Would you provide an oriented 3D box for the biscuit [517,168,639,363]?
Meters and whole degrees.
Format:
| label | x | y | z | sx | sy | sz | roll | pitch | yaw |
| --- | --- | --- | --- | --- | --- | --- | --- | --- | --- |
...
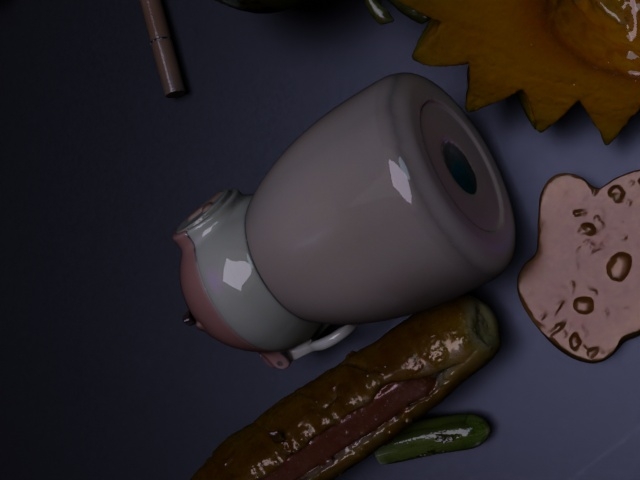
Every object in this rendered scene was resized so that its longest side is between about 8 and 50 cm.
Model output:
| label | x | y | z | sx | sy | sz | roll | pitch | yaw |
| --- | --- | --- | --- | --- | --- | --- | --- | --- | --- |
| biscuit | 0.190 | 0.005 | 0.642 | 0.140 | 0.023 | 0.118 | -39 | 74 | 19 |

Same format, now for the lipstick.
| label | x | y | z | sx | sy | sz | roll | pitch | yaw |
| --- | --- | --- | --- | --- | --- | --- | --- | --- | --- |
| lipstick | -0.130 | -0.163 | 0.795 | 0.019 | 0.019 | 0.094 | -19 | 80 | 23 |

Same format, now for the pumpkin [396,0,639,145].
| label | x | y | z | sx | sy | sz | roll | pitch | yaw |
| --- | --- | --- | --- | --- | --- | --- | --- | --- | --- |
| pumpkin | 0.177 | -0.158 | 0.623 | 0.253 | 0.130 | 0.149 | 18 | 56 | 6 |

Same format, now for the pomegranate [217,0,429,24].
| label | x | y | z | sx | sy | sz | roll | pitch | yaw |
| --- | --- | --- | --- | --- | --- | --- | --- | --- | --- |
| pomegranate | -0.010 | -0.217 | 0.677 | 0.220 | 0.156 | 0.156 | 41 | 105 | 10 |

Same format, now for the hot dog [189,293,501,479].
| label | x | y | z | sx | sy | sz | roll | pitch | yaw |
| --- | --- | --- | --- | --- | --- | --- | --- | --- | --- |
| hot dog | 0.005 | 0.129 | 0.696 | 0.286 | 0.088 | 0.061 | -38 | 101 | 14 |

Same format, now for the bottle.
| label | x | y | z | sx | sy | sz | roll | pitch | yaw |
| --- | --- | --- | --- | --- | --- | --- | --- | --- | --- |
| bottle | 0.000 | 0.000 | 0.669 | 0.236 | 0.147 | 0.148 | -28 | 78 | 30 |

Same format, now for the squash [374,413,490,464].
| label | x | y | z | sx | sy | sz | roll | pitch | yaw |
| --- | --- | --- | --- | --- | --- | --- | --- | --- | --- |
| squash | 0.079 | 0.139 | 0.687 | 0.083 | 0.027 | 0.028 | -17 | 82 | 23 |
